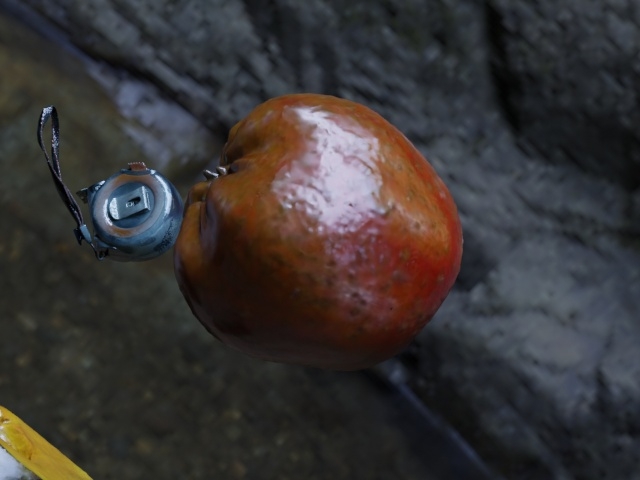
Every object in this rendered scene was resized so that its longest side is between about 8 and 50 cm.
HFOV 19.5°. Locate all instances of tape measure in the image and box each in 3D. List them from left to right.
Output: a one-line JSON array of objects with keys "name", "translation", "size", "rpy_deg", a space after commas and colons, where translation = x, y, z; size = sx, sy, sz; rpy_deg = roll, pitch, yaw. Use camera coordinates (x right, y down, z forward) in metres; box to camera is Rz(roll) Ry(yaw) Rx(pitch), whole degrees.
[{"name": "tape measure", "translation": [-0.214, -0.059, 1.898], "size": [0.179, 0.107, 0.104], "rpy_deg": [62, 11, -45]}]

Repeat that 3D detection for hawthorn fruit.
[{"name": "hawthorn fruit", "translation": [0.000, 0.000, 1.182], "size": [0.189, 0.189, 0.189], "rpy_deg": [27, 37, -23]}]

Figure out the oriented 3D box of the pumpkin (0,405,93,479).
[{"name": "pumpkin", "translation": [-0.375, 0.299, 1.958], "size": [0.256, 0.225, 0.303], "rpy_deg": [45, 2, 16]}]
